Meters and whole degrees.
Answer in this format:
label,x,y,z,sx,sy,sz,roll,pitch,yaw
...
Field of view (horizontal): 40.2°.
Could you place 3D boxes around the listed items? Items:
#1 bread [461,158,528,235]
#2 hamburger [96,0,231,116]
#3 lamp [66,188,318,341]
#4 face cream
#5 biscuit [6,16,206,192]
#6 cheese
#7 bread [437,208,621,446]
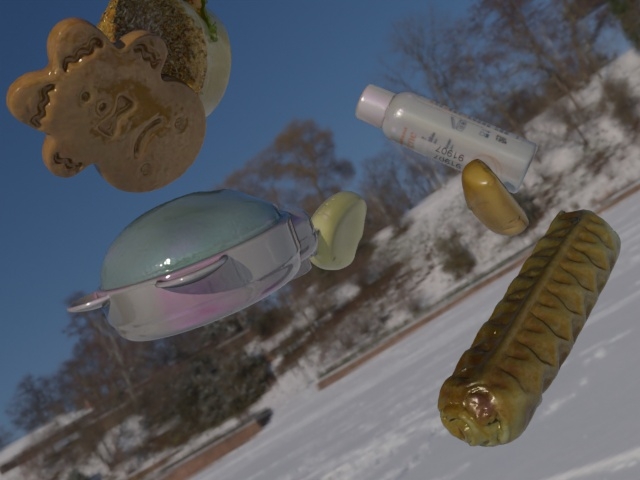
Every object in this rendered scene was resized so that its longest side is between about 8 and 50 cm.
label,x,y,z,sx,sy,sz,roll,pitch,yaw
bread,0.225,-0.052,1.162,0.056,0.082,0.115,-38,-54,12
hamburger,-0.306,-0.343,1.635,0.276,0.294,0.179,7,5,34
lamp,-0.097,0.008,0.777,0.179,0.108,0.246,-11,7,32
face cream,0.179,-0.156,1.284,0.082,0.269,0.082,24,-90,-79
biscuit,-0.324,-0.200,1.408,0.275,0.052,0.355,-50,-40,0
cheese,0.000,0.000,1.351,0.050,0.127,0.255,14,18,23
bread,0.218,0.074,0.869,0.367,0.084,0.077,-43,-22,-46
